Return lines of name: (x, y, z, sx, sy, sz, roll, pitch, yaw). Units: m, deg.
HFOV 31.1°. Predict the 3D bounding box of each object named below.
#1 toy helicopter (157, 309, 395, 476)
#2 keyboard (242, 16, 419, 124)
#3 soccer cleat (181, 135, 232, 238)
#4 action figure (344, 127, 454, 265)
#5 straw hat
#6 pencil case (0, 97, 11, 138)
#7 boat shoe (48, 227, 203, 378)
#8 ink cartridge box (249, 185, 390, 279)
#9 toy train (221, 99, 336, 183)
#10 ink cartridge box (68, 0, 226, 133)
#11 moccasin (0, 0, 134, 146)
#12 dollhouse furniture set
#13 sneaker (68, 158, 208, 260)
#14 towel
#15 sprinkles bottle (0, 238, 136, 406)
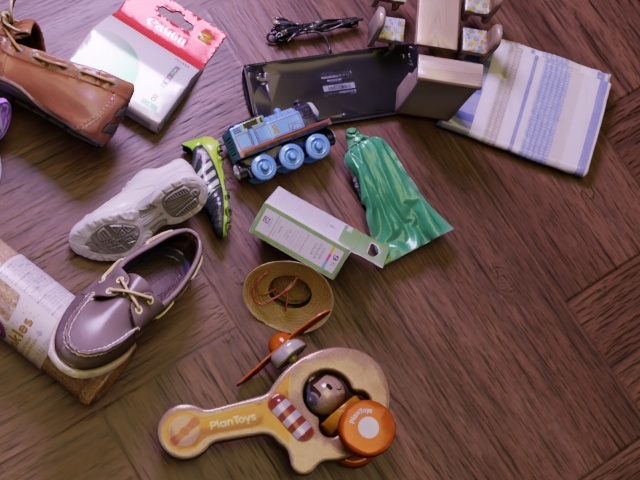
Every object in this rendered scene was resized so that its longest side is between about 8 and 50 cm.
toy helicopter: (-0.072, 0.243, 1.729, 0.355, 0.140, 0.234, -10, 73, -12)
keyboard: (0.021, -0.295, 1.969, 0.317, 0.033, 0.201, -9, 81, -15)
soccer cleat: (-0.184, -0.083, 1.851, 0.072, 0.060, 0.178, -9, 69, -4)
action figure: (0.104, -0.087, 1.902, 0.137, 0.063, 0.232, -26, 84, -16)
straw hat: (-0.046, 0.074, 1.819, 0.145, 0.144, 0.061, 23, 30, -4)
pencil case: (-0.576, -0.221, 1.772, 0.206, 0.088, 0.086, 27, 24, 11)
boat shoe: (-0.275, 0.082, 1.671, 0.117, 0.096, 0.324, 40, 36, 4)
ink cartridge box: (0.000, 0.000, 1.819, 0.209, 0.109, 0.062, 29, 108, 1)
toy train: (-0.066, -0.162, 1.874, 0.184, 0.080, 0.105, -23, 93, -17)
ink cartridge box: (-0.284, -0.314, 1.901, 0.181, 0.056, 0.224, 32, 71, -1)
moccasin: (-0.468, -0.290, 1.786, 0.380, 0.139, 0.147, 28, 87, 11)
dollhouse furniture set: (0.199, -0.345, 1.916, 0.212, 0.161, 0.242, 7, 76, -10)
sneaker: (-0.289, -0.051, 1.809, 0.232, 0.090, 0.115, -26, 37, -2)
towel: (0.361, -0.243, 2.020, 0.285, 0.034, 0.209, 18, 73, -3)
sprinkles bottle: (-0.443, 0.093, 1.704, 0.355, 0.121, 0.121, 38, 70, 2)
